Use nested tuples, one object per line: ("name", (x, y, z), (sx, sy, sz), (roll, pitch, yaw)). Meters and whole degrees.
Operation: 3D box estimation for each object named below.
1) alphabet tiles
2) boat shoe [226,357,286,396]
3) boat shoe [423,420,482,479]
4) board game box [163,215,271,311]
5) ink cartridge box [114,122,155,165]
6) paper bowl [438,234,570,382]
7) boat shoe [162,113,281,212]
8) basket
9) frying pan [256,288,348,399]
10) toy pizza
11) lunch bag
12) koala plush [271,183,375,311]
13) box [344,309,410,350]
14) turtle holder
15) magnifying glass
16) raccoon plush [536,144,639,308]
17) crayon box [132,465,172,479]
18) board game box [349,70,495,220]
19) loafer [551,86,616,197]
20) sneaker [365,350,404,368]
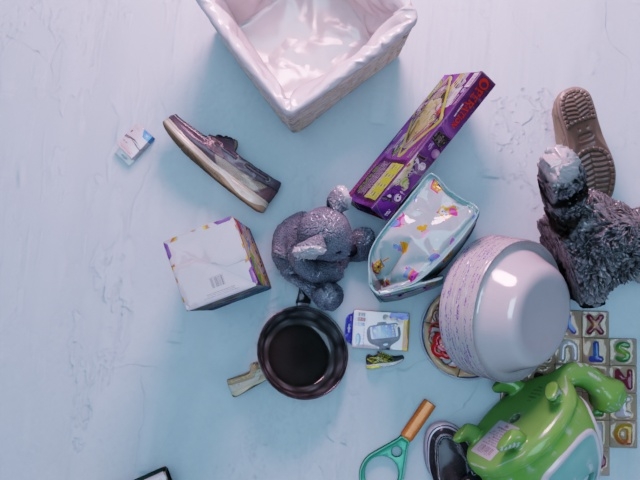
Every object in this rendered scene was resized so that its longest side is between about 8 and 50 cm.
("alphabet tiles", (0.520, 0.318, 1.858), (0.285, 0.011, 0.343), (1, 86, 2))
("boat shoe", (-0.136, 0.279, 1.863), (0.135, 0.050, 0.045), (-31, 90, -1))
("boat shoe", (0.288, 0.522, 1.802), (0.113, 0.105, 0.307), (-12, 85, 1))
("board game box", (-0.199, 0.052, 1.770), (0.144, 0.275, 0.142), (-20, 85, 1))
("ink cartridge box", (-0.406, -0.208, 1.921), (0.048, 0.028, 0.083), (42, 88, 5))
("paper bowl", (0.375, 0.137, 1.723), (0.284, 0.148, 0.284), (-8, 102, -40))
("boat shoe", (-0.207, -0.177, 1.881), (0.285, 0.103, 0.092), (41, 83, 1))
("basket", (-0.026, -0.443, 1.809), (0.328, 0.266, 0.331), (-37, 85, -1))
("frying pan", (-0.061, 0.175, 1.853), (0.197, 0.053, 0.326), (-15, 77, -22))
("toy pizza", (0.309, 0.193, 1.859), (0.201, 0.032, 0.201), (0, 85, 5))
("lunch bag", (0.195, 0.018, 1.786), (0.160, 0.223, 0.262), (36, 89, 9))
("koala plush", (0.000, 0.000, 1.777), (0.203, 0.221, 0.196), (32, 70, 5))
("box", (0.119, 0.189, 1.874), (0.136, 0.028, 0.081), (3, 86, 0))
("turtle holder", (0.445, 0.388, 1.757), (0.227, 0.243, 0.320), (49, 49, -10))
("magnifying glass", (0.165, 0.434, 1.854), (0.092, 0.026, 0.231), (35, 87, 4))
("raccoon plush", (0.598, -0.042, 1.704), (0.299, 0.446, 0.216), (-23, 59, 1))
("crayon box", (-0.428, 0.621, 1.810), (0.318, 0.081, 0.202), (-22, 88, -8))
("board game box", (0.197, -0.197, 1.811), (0.056, 0.208, 0.347), (40, 88, -20))
("loafer", (0.549, -0.192, 1.860), (0.101, 0.092, 0.269), (-12, 101, 3))
("sneaker", (0.134, 0.249, 1.866), (0.083, 0.031, 0.035), (-12, 85, 1))
